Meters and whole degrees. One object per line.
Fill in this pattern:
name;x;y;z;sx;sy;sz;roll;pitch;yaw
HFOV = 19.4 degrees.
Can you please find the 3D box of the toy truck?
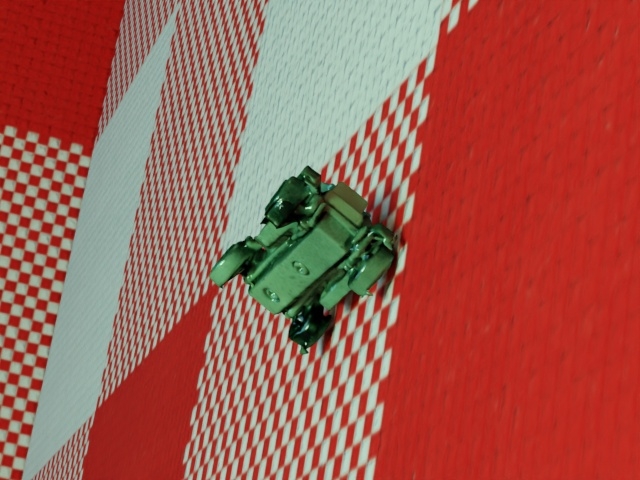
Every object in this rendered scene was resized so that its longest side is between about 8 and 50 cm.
toy truck;0.000;0.001;1.120;0.078;0.080;0.154;-52;2;-28
